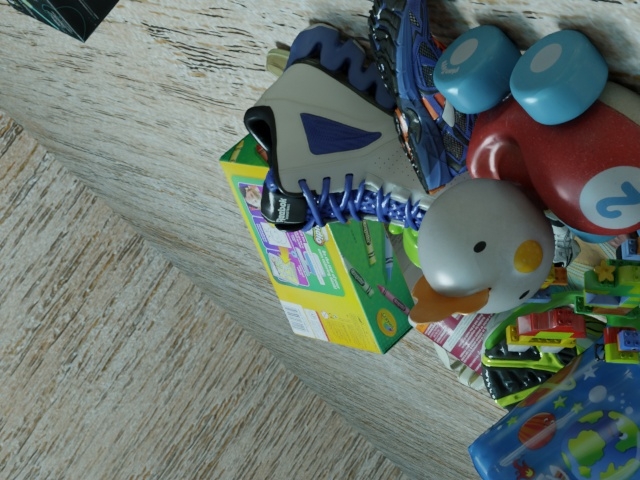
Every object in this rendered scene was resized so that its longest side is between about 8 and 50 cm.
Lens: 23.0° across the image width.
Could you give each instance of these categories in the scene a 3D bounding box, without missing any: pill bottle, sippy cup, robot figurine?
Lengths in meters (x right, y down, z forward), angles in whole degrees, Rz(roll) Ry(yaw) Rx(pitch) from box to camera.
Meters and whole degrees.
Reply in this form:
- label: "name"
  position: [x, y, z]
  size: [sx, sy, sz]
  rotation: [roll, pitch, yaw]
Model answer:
- label: "pill bottle"
  position: [0.227, 0.114, 1.912]
  size: [0.221, 0.121, 0.121]
  rotation: [36, 169, 6]
- label: "sippy cup"
  position: [0.280, 0.220, 1.561]
  size: [0.240, 0.224, 0.305]
  rotation: [58, 180, -42]
- label: "robot figurine"
  position: [0.122, -0.006, 1.682]
  size: [0.101, 0.067, 0.115]
  rotation: [21, 164, 11]

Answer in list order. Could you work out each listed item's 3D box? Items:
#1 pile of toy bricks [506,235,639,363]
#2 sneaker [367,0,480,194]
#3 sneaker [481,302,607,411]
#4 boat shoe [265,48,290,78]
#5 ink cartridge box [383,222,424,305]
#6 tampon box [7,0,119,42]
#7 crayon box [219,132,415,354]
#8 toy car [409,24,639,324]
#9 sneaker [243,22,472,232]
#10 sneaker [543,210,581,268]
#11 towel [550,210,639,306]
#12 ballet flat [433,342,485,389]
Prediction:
- label: "pile of toy bricks"
  position: [0.273, 0.044, 1.384]
  size: [0.212, 0.118, 0.105]
  rotation: [3, 159, -13]
- label: "sneaker"
  position: [0.101, -0.144, 1.397]
  size: [0.221, 0.087, 0.083]
  rotation: [70, 176, -45]
- label: "sneaker"
  position: [0.359, 0.168, 1.772]
  size: [0.385, 0.145, 0.147]
  rotation: [30, -155, -11]
- label: "boat shoe"
  position: [-0.003, -0.154, 1.714]
  size: [0.153, 0.048, 0.056]
  rotation: [35, 168, 8]
- label: "ink cartridge box"
  position: [0.061, 0.012, 2.093]
  size: [0.203, 0.086, 0.148]
  rotation: [31, 167, 29]
- label: "tampon box"
  position: [-0.323, -0.327, 1.855]
  size: [0.161, 0.101, 0.120]
  rotation: [28, 165, 41]
- label: "crayon box"
  position: [0.000, 0.000, 1.955]
  size: [0.165, 0.081, 0.278]
  rotation: [10, 131, 46]
- label: "toy car"
  position: [0.166, -0.015, 1.283]
  size: [0.219, 0.238, 0.210]
  rotation: [43, 167, -28]
- label: "sneaker"
  position: [0.043, -0.055, 1.541]
  size: [0.315, 0.182, 0.127]
  rotation: [39, 158, 16]
- label: "sneaker"
  position: [0.227, 0.003, 1.517]
  size: [0.032, 0.037, 0.083]
  rotation: [28, 163, 39]
- label: "towel"
  position: [0.236, 0.000, 1.642]
  size: [0.271, 0.040, 0.370]
  rotation: [43, 167, -30]
- label: "ballet flat"
  position: [0.201, 0.155, 2.121]
  size: [0.074, 0.074, 0.203]
  rotation: [23, 161, 50]
